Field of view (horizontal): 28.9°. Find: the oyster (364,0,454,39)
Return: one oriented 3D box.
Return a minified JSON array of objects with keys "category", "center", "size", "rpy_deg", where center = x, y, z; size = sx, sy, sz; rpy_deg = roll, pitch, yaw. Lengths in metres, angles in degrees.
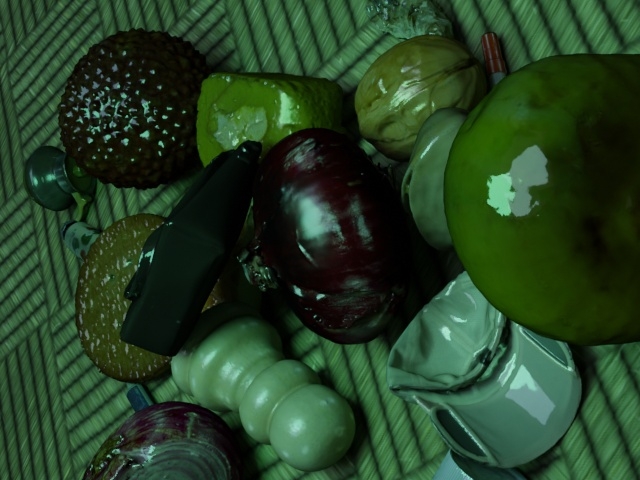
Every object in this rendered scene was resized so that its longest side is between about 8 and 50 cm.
[{"category":"oyster","center":[0.133,-0.331,1.805],"size":[0.200,0.061,0.106],"rpy_deg":[16,91,48]}]

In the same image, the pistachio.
[{"category":"pistachio","center":[0.175,-0.080,1.609],"size":[0.152,0.223,0.126],"rpy_deg":[-25,52,-12]}]

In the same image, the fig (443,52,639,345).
[{"category":"fig","center":[0.284,-0.048,1.386],"size":[0.343,0.343,0.343],"rpy_deg":[-15,69,44]}]

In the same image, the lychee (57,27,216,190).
[{"category":"lychee","center":[-0.306,-0.220,2.100],"size":[0.304,0.275,0.276],"rpy_deg":[5,83,27]}]

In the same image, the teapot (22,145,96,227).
[{"category":"teapot","center":[-0.495,-0.107,2.395],"size":[0.119,0.130,0.166],"rpy_deg":[-13,102,29]}]

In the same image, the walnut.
[{"category":"walnut","center":[0.134,-0.194,1.701],"size":[0.206,0.159,0.159],"rpy_deg":[-36,55,44]}]

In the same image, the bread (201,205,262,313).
[{"category":"bread","center":[-0.150,0.042,2.004],"size":[0.125,0.068,0.188],"rpy_deg":[-7,75,46]}]

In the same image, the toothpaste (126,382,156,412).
[{"category":"toothpaste","center":[-0.285,0.303,2.108],"size":[0.197,0.034,0.057],"rpy_deg":[50,125,39]}]

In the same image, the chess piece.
[{"category":"chess piece","center":[-0.073,0.225,1.816],"size":[0.299,0.167,0.167],"rpy_deg":[34,105,42]}]

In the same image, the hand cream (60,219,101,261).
[{"category":"hand cream","center":[-0.391,0.033,2.282],"size":[0.276,0.059,0.095],"rpy_deg":[31,104,42]}]

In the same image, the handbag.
[{"category":"handbag","center":[-0.183,0.004,1.797],"size":[0.285,0.113,0.257],"rpy_deg":[-60,4,44]}]

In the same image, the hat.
[{"category":"hat","center":[0.217,0.163,1.572],"size":[0.219,0.164,0.226],"rpy_deg":[-44,88,2]}]

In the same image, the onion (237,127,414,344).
[{"category":"onion","center":[0.000,0.000,1.700],"size":[0.232,0.314,0.314],"rpy_deg":[-20,56,-6]}]

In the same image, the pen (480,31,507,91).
[{"category":"pen","center":[0.246,-0.171,1.664],"size":[0.028,0.028,0.239],"rpy_deg":[-27,61,40]}]

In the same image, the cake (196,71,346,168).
[{"category":"cake","center":[-0.075,-0.167,1.919],"size":[0.260,0.156,0.179],"rpy_deg":[19,111,52]}]

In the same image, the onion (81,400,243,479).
[{"category":"onion","center":[-0.237,0.365,1.913],"size":[0.256,0.272,0.230],"rpy_deg":[10,61,42]}]

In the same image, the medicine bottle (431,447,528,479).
[{"category":"medicine bottle","center":[0.160,0.378,1.526],"size":[0.139,0.139,0.225],"rpy_deg":[39,108,45]}]

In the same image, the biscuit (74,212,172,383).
[{"category":"biscuit","center":[-0.317,0.100,2.164],"size":[0.305,0.038,0.305],"rpy_deg":[-7,78,35]}]
